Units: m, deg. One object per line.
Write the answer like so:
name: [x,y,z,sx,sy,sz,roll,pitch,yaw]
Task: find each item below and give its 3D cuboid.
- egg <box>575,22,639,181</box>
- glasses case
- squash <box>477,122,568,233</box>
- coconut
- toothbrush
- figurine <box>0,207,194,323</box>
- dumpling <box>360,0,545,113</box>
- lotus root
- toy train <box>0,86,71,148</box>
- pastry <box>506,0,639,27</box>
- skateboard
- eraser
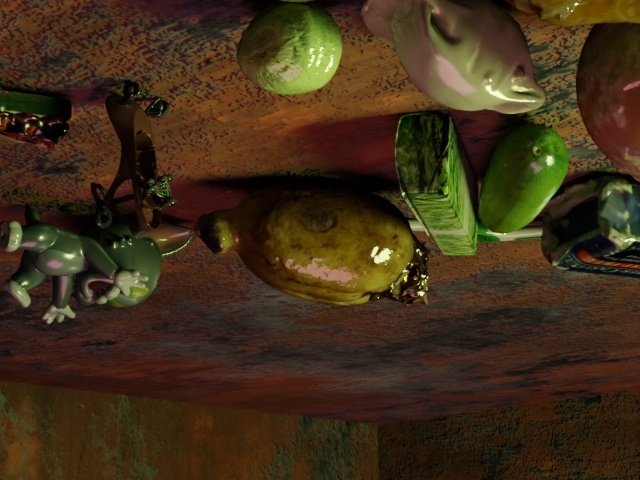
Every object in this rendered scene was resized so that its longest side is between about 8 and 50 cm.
egg: [0.309,-0.133,1.154,0.233,0.195,0.195,-5,171,-38]
glasses case: [0.136,-0.059,1.605,0.062,0.095,0.272,0,165,14]
squash: [0.228,-0.071,1.586,0.082,0.082,0.292,-1,167,-1]
coconut: [-0.025,-0.167,1.209,0.087,0.088,0.096,-8,180,27]
toothbrush: [0.212,-0.016,1.900,0.417,0.040,0.042,-4,164,-4]
figurine: [-0.323,0.028,1.841,0.265,0.140,0.193,25,130,-33]
dumpling: [0.107,-0.162,1.214,0.169,0.100,0.134,12,175,-33]
lotus root: [0.000,0.000,1.736,0.314,0.141,0.169,13,159,-13]
toy train: [-0.362,-0.135,1.377,0.249,0.053,0.085,12,169,-41]
pastry: [0.208,-0.219,0.949,0.257,0.121,0.235,7,164,-26]
skateboard: [-0.194,-0.078,1.406,0.080,0.151,0.067,-16,160,20]
eraser: [0.452,-0.007,1.803,0.332,0.102,0.155,7,163,-26]
